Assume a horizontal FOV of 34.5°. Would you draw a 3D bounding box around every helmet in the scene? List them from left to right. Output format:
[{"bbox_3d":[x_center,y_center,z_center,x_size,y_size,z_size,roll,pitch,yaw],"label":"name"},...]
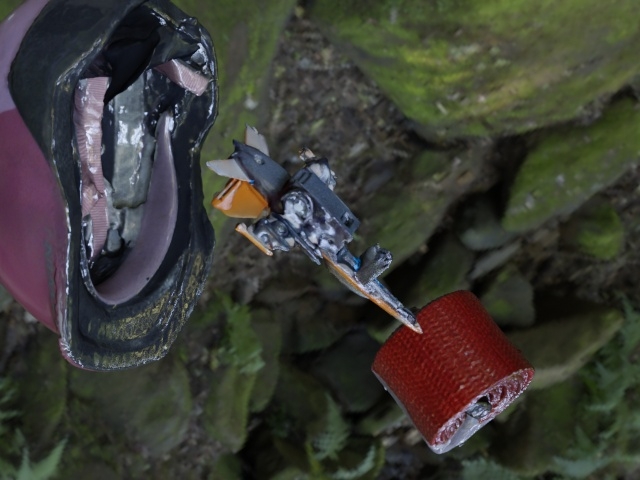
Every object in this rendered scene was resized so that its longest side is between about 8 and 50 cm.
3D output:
[{"bbox_3d":[-0.162,-0.054,0.691,0.198,0.154,0.253,20,87,-69],"label":"helmet"}]

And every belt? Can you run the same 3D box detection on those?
[{"bbox_3d":[0.124,0.121,1.004,0.128,0.124,0.201,-36,160,-1],"label":"belt"}]

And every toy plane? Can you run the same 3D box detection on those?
[{"bbox_3d":[0.006,-0.007,0.711,0.062,0.188,0.135,-57,177,34],"label":"toy plane"}]
